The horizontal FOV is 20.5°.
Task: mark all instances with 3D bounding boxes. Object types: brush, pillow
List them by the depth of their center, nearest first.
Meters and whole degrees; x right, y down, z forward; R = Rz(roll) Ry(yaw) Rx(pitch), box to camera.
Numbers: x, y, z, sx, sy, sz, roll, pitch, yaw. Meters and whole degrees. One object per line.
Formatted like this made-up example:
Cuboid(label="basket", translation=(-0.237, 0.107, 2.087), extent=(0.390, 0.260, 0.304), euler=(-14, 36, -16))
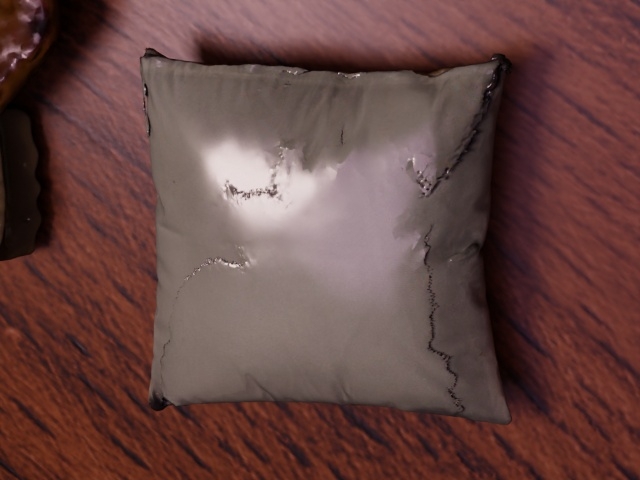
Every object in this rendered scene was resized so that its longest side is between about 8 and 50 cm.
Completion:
Cuboid(label="pillow", translation=(0.000, 0.000, 1.424), extent=(0.310, 0.119, 0.312), euler=(2, 105, 12))
Cuboid(label="brush", translation=(-0.290, -0.131, 1.499), extent=(0.071, 0.084, 0.301), euler=(-7, 95, 17))

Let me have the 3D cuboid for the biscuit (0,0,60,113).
Cuboid(label="biscuit", translation=(-0.370, -0.223, 1.460), extent=(0.359, 0.046, 0.359), euler=(-1, 87, 15))
